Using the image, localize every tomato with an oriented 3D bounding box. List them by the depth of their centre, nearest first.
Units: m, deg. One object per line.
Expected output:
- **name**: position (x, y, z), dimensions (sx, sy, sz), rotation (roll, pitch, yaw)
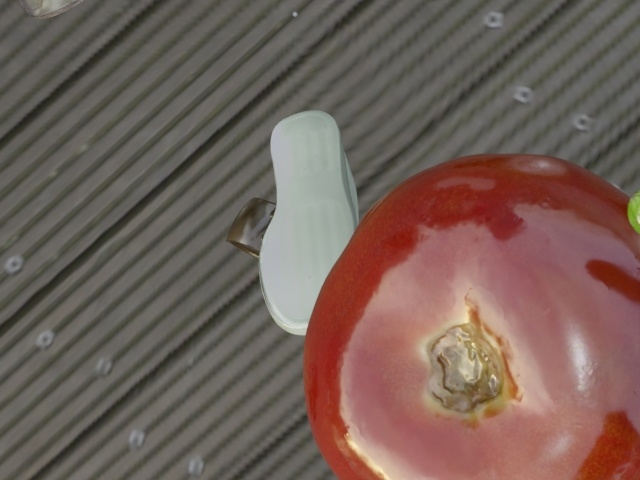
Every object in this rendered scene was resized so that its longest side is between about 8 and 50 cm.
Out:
- **tomato**: position (0.086, 0.054, 0.870), dimensions (0.195, 0.136, 0.195), rotation (2, 94, 27)

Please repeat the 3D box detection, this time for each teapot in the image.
- **teapot**: position (-0.053, -0.016, 1.983), dimensions (0.076, 0.121, 0.068), rotation (25, 82, -3)

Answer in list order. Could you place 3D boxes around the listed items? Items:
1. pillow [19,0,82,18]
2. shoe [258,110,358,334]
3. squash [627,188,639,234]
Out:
- **pillow**: position (-0.135, -0.246, 1.416), dimensions (0.232, 0.131, 0.038), rotation (-30, 130, 4)
- **shoe**: position (0.000, 0.000, 1.782), dimensions (0.095, 0.265, 0.110), rotation (-7, 141, 11)
- **squash**: position (0.168, -0.002, 0.761), dimensions (0.089, 0.027, 0.027), rotation (18, 96, -4)
